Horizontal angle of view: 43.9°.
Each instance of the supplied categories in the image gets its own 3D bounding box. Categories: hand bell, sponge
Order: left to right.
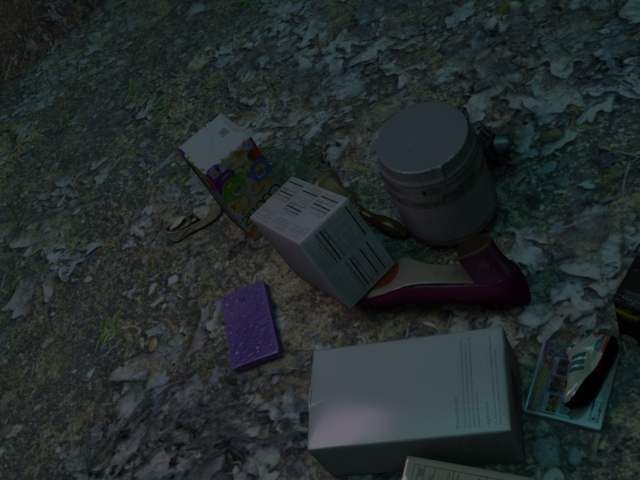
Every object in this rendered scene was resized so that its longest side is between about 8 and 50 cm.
[{"bbox_3d":[-0.161,0.197,1.835,0.117,0.031,0.210,-23,49,8],"label":"sponge"},{"bbox_3d":[0.101,-0.061,1.875,0.242,0.126,0.126,28,70,25],"label":"hand bell"}]

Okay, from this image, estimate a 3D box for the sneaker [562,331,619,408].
[{"bbox_3d":[0.481,0.236,1.464,0.075,0.057,0.161,16,65,53],"label":"sneaker"}]

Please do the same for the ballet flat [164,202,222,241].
[{"bbox_3d":[-0.335,-0.054,2.093,0.168,0.052,0.057,-35,48,-2],"label":"ballet flat"}]

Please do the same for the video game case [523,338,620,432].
[{"bbox_3d":[0.470,0.268,1.487,0.143,0.019,0.157,8,61,31],"label":"video game case"}]

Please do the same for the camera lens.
[{"bbox_3d":[0.254,-0.137,1.724,0.219,0.274,0.219,-13,51,17],"label":"camera lens"}]

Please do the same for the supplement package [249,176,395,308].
[{"bbox_3d":[0.000,0.000,1.745,0.145,0.204,0.262,-44,29,-10],"label":"supplement package"}]

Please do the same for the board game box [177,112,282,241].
[{"bbox_3d":[-0.203,-0.152,1.954,0.142,0.275,0.144,-43,49,-9],"label":"board game box"}]

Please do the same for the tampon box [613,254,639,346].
[{"bbox_3d":[0.611,0.125,1.431,0.120,0.161,0.101,21,67,37],"label":"tampon box"}]

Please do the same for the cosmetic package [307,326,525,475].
[{"bbox_3d":[0.177,0.310,1.507,0.384,0.156,0.217,-10,52,21],"label":"cosmetic package"}]

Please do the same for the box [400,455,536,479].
[{"bbox_3d":[0.253,0.477,1.360,0.232,0.127,0.149,3,57,28],"label":"box"}]

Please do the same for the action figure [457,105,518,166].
[{"bbox_3d":[0.331,-0.241,1.841,0.285,0.185,0.099,11,65,43],"label":"action figure"}]

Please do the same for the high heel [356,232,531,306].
[{"bbox_3d":[0.246,0.117,1.680,0.377,0.181,0.127,-19,29,40],"label":"high heel"}]
